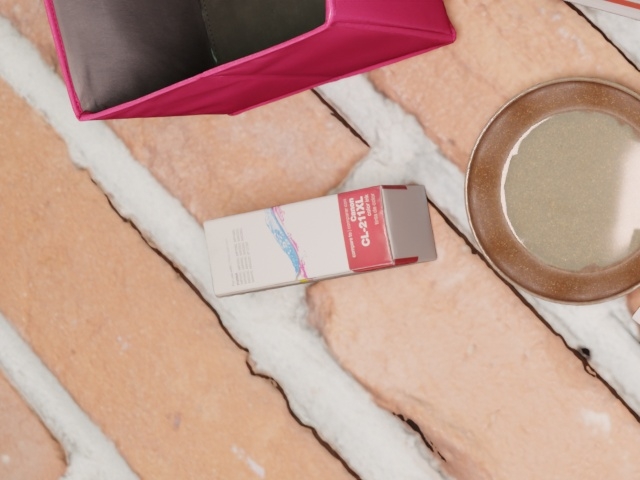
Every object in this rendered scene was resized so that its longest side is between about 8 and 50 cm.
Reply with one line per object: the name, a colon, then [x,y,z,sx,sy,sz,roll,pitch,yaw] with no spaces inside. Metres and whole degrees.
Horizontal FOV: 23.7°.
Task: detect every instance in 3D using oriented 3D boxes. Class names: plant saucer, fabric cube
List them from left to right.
fabric cube: [-0.068,-0.256,1.304,0.259,0.258,0.254,-16,86,27]
plant saucer: [0.226,-0.043,1.331,0.198,0.036,0.198,1,93,22]

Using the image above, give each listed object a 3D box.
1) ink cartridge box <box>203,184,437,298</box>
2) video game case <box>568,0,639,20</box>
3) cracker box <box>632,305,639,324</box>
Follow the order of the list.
ink cartridge box: [0.000,0.000,1.373,0.175,0.127,0.072,-10,88,21]
video game case: [0.234,-0.297,1.264,0.285,0.025,0.204,25,103,40]
cracker box: [0.396,0.070,1.245,0.232,0.067,0.155,38,104,17]
